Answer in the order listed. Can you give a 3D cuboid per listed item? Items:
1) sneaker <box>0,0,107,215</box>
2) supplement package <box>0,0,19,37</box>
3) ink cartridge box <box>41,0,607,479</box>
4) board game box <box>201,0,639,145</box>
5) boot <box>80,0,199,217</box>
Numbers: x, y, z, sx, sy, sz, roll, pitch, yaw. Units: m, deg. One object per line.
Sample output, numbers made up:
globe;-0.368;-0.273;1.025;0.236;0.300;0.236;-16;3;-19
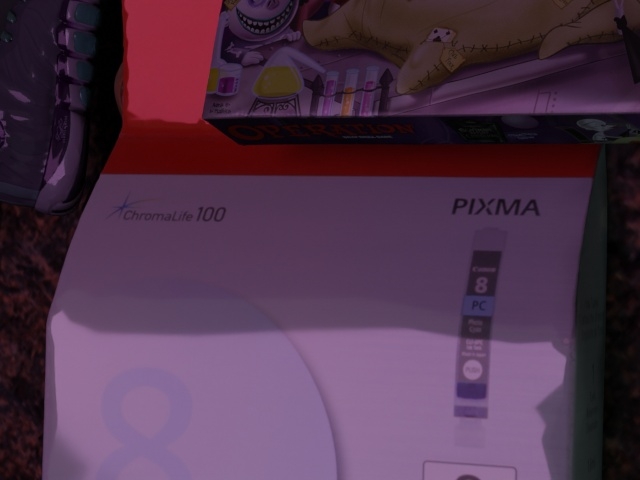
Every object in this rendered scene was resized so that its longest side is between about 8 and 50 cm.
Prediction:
sneaker;-0.193;-0.130;1.046;0.083;0.098;0.223;124;151;-72
supplement package;-0.304;-0.207;1.097;0.194;0.203;0.149;19;102;37
ink cartridge box;0.000;0.000;0.886;0.308;0.091;0.385;1;91;22
board game box;0.109;-0.153;0.816;0.347;0.056;0.208;1;71;29
boot;-0.065;-0.042;0.998;0.152;0.073;0.197;38;121;31
